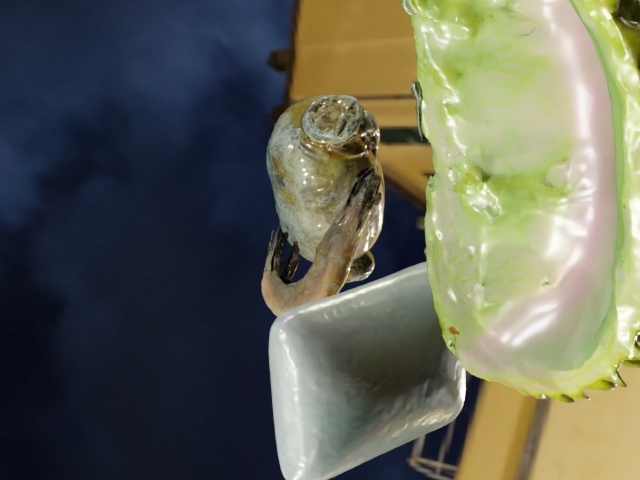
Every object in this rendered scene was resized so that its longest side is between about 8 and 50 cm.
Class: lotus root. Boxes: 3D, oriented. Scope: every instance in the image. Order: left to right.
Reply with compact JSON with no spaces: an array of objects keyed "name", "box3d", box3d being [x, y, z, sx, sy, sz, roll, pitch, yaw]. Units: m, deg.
[{"name":"lotus root","box3d":[0.010,-0.070,1.693,0.175,0.175,0.349,-52,-27,-30]}]

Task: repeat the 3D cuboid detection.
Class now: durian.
[{"name":"durian","box3d":[0.123,-0.060,0.676,0.157,0.169,0.355,-65,-36,-65]}]

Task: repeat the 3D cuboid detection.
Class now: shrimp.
[{"name":"shrimp","box3d":[0.000,0.000,1.520,0.046,0.152,0.219,32,-95,-36]}]

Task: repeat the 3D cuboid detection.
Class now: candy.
[{"name":"candy","box3d":[0.040,0.098,0.906,0.174,0.071,0.138,-17,-68,-36]}]
